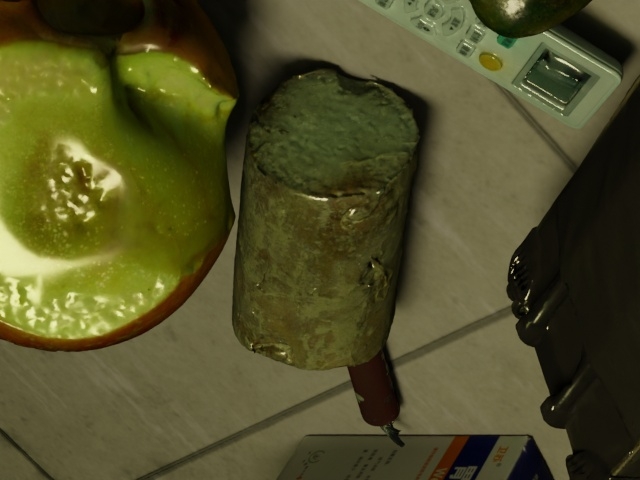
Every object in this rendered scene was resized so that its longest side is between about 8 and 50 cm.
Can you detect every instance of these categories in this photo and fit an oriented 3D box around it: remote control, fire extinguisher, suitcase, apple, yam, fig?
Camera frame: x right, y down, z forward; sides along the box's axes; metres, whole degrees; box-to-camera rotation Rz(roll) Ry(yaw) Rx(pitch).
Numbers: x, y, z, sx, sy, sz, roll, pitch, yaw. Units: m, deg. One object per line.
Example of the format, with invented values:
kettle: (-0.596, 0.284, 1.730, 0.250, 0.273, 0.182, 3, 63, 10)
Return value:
remote control: (0.117, -0.199, 1.605, 0.293, 0.051, 0.103, 33, 154, 0)
fire extinguisher: (0.052, 0.143, 1.984, 0.064, 0.043, 0.158, 37, 151, 48)
suitcase: (0.312, 0.019, 1.498, 0.194, 0.283, 0.434, 2, 142, -20)
apple: (-0.236, -0.104, 1.706, 0.384, 0.374, 0.374, 36, 142, 22)
yam: (0.000, 0.000, 1.797, 0.168, 0.168, 0.304, 22, 136, 15)
fig: (0.146, -0.247, 1.509, 0.177, 0.117, 0.117, 57, 138, 4)

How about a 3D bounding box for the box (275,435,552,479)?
box: (0.073, 0.305, 2.004, 0.299, 0.200, 0.106, -5, 124, 37)
